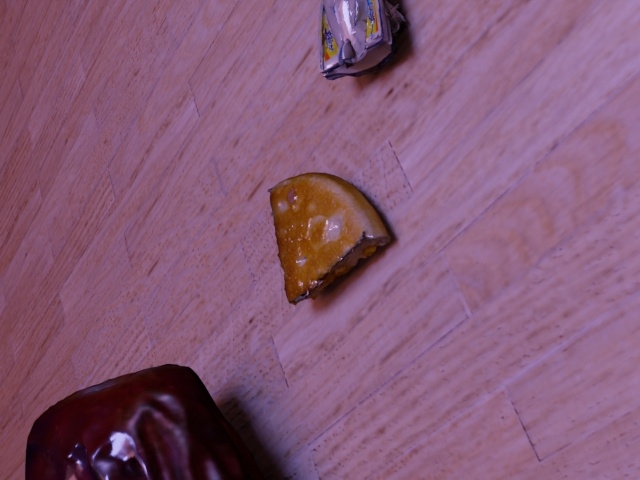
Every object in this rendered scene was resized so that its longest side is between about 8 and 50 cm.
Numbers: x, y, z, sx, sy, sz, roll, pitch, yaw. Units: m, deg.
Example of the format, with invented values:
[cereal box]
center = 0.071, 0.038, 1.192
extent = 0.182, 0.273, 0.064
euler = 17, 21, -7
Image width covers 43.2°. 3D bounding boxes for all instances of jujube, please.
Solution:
[jujube]
center = -0.149, 0.289, 0.782
extent = 0.376, 0.258, 0.258
euler = 45, 121, 30

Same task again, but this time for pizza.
[pizza]
center = 0.000, 0.000, 0.773
extent = 0.178, 0.041, 0.131
euler = 8, 90, 52

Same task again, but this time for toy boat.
[toy boat]
center = 0.029, -0.246, 0.742
extent = 0.084, 0.066, 0.210
euler = -23, 68, 47
